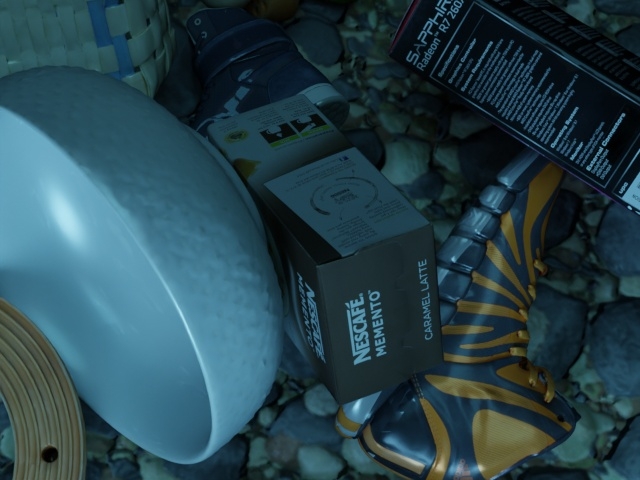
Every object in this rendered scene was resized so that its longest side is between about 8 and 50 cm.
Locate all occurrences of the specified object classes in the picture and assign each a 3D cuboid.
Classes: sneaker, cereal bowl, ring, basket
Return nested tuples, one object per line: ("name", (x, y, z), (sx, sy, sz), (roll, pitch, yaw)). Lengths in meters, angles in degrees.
("sneaker", (0.165, 0.079, 1.254), (0.180, 0.124, 0.321), (33, 81, 5))
("sneaker", (-0.108, -0.116, 1.325), (0.226, 0.086, 0.163), (-33, 65, -6))
("cereal bowl", (-0.147, 0.004, 1.148), (0.141, 0.339, 0.339), (-37, 75, -30))
("ring", (-0.359, 0.189, 1.196), (0.337, 0.032, 0.336), (-1, 72, 4))
("basket", (-0.280, -0.204, 1.255), (0.289, 0.254, 0.201), (-3, 29, 6))

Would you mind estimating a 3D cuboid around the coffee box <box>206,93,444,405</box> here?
("coffee box", (0.000, 0.000, 1.182), (0.098, 0.141, 0.246), (-20, 35, -16))

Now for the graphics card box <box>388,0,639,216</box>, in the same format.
("graphics card box", (0.256, -0.113, 1.265), (0.371, 0.233, 0.094), (33, 109, 9))

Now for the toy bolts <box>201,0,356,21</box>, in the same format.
("toy bolts", (-0.063, -0.342, 1.350), (0.158, 0.218, 0.228), (-18, 63, -24))
